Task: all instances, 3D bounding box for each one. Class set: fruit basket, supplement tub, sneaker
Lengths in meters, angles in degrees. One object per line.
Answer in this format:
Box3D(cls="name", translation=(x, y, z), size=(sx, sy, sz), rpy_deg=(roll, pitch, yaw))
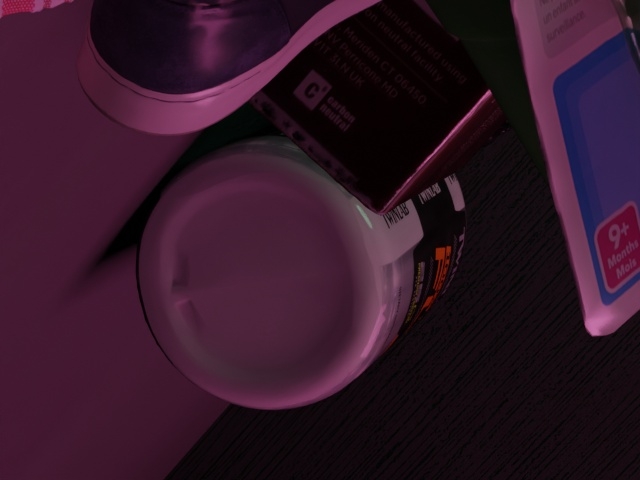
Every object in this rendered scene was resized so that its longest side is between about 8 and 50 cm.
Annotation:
Box3D(cls="fruit basket", translation=(0.140, -0.194, 0.658), size=(0.327, 0.165, 0.353), rpy_deg=(-42, 129, -45))
Box3D(cls="supplement tub", translation=(0.000, 0.000, 1.490), size=(0.193, 0.193, 0.316), rpy_deg=(-49, 175, 20))
Box3D(cls="sneaker", translation=(0.005, -0.155, 0.705), size=(0.226, 0.086, 0.163), rpy_deg=(-51, 167, -39))

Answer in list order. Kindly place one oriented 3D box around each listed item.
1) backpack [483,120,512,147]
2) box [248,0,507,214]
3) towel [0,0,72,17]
Box3D(cls="backpack", translation=(0.061, -0.142, 1.180), size=(0.117, 0.158, 0.173), rpy_deg=(-30, 162, 3))
Box3D(cls="box", translation=(0.044, -0.136, 0.946), size=(0.167, 0.168, 0.203), rpy_deg=(-49, 174, 16))
Box3D(cls="towel", translation=(-0.097, -0.124, 0.681), size=(0.144, 0.029, 0.197), rpy_deg=(-51, 174, 30))
